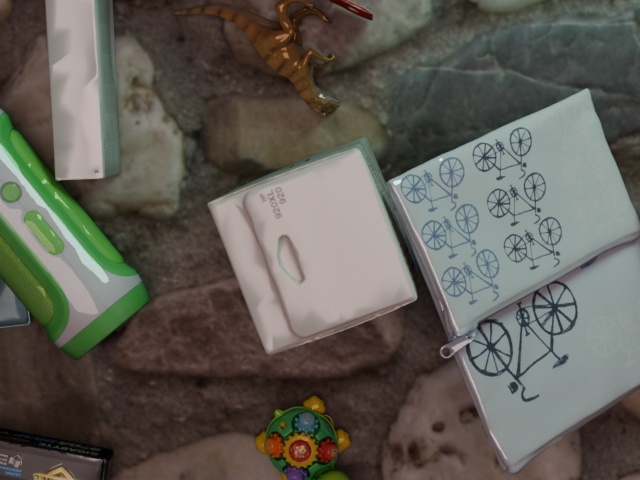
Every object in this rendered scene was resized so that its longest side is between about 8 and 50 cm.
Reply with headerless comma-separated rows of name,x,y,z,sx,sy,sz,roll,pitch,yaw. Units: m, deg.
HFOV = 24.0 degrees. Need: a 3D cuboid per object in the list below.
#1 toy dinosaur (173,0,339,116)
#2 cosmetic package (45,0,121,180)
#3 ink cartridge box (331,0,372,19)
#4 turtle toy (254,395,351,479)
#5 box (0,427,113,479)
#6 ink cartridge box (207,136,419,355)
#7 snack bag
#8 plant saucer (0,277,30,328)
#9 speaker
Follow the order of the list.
toy dinosaur,-0.053,-0.226,1.675,0.211,0.064,0.112,42,97,-1
cosmetic package,-0.264,-0.189,1.671,0.060,0.099,0.239,-2,95,2
ink cartridge box,-0.028,-0.326,1.628,0.231,0.134,0.078,29,96,-1
turtle toy,-0.012,0.245,1.717,0.095,0.066,0.130,-37,93,6
box,-0.362,0.311,1.748,0.220,0.051,0.175,11,96,1
ink cartridge box,0.000,0.000,1.607,0.168,0.233,0.171,-21,95,6
snack bag,0.243,0.041,1.605,0.323,0.037,0.343,-24,95,-35
plant saucer,-0.432,0.075,1.745,0.192,0.018,0.067,-6,95,4
speaker,-0.323,-0.014,1.671,0.131,0.131,0.296,-39,93,6
